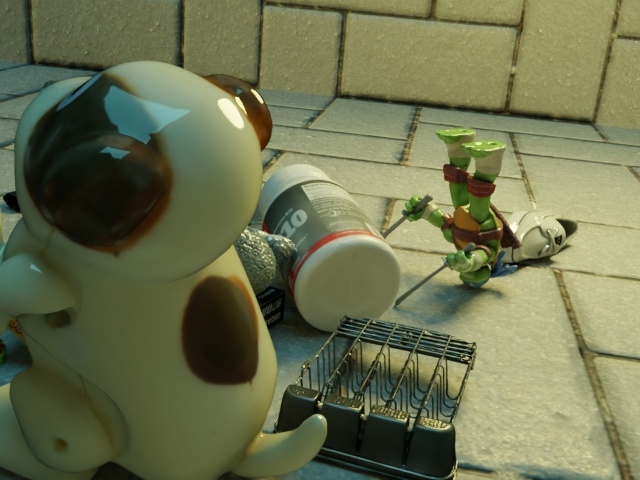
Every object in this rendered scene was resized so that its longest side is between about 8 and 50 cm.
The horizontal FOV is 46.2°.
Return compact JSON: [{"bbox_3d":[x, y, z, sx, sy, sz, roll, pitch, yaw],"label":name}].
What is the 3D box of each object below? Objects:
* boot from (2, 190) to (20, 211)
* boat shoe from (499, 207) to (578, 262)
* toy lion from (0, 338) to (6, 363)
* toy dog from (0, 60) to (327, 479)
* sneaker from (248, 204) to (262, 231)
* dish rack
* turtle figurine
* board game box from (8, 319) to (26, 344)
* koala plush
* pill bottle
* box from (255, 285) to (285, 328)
[{"bbox_3d":[-0.592,-0.094,1.516,0.121,0.045,0.099,19,27,31],"label":"boot"},{"bbox_3d":[0.426,-0.007,1.449,0.088,0.096,0.267,13,13,33],"label":"boat shoe"},{"bbox_3d":[-0.449,0.142,0.933,0.096,0.034,0.100,18,23,13],"label":"toy lion"},{"bbox_3d":[-0.174,0.036,0.698,0.395,0.408,0.284,29,39,28],"label":"toy dog"},{"bbox_3d":[-0.115,-0.026,1.388,0.098,0.083,0.224,-13,27,-29],"label":"sneaker"},{"bbox_3d":[0.081,0.174,0.908,0.208,0.074,0.271,12,20,15],"label":"dish rack"},{"bbox_3d":[0.198,-0.037,1.228,0.275,0.266,0.198,6,22,11],"label":"turtle figurine"},{"bbox_3d":[-0.359,0.068,1.041,0.124,0.039,0.259,47,12,-14],"label":"board game box"},{"bbox_3d":[-0.155,0.011,1.019,0.221,0.203,0.196,23,46,7],"label":"koala plush"},{"bbox_3d":[0.000,0.000,1.169,0.161,0.161,0.283,-3,30,-20],"label":"pill bottle"},{"bbox_3d":[-0.180,0.103,1.062,0.175,0.051,0.220,15,23,26],"label":"box"}]
